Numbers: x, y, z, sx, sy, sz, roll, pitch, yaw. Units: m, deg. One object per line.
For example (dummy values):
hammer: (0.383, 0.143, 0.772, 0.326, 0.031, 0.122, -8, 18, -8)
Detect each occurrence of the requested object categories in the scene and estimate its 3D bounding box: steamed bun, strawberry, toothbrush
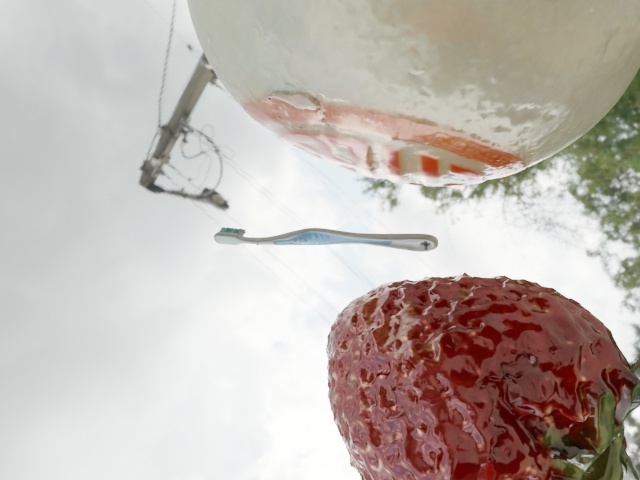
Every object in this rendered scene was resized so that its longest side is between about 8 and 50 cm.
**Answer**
steamed bun: (0.052, -0.126, 0.434, 0.282, 0.177, 0.283, 12, -178, 0)
strawberry: (0.116, 0.145, 0.601, 0.257, 0.258, 0.276, -1, -164, -43)
toothbrush: (0.000, 0.000, 0.481, 0.162, 0.014, 0.017, 3, -143, 20)
